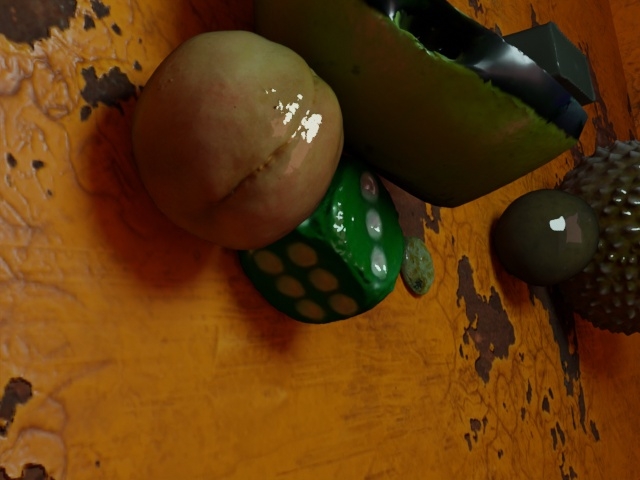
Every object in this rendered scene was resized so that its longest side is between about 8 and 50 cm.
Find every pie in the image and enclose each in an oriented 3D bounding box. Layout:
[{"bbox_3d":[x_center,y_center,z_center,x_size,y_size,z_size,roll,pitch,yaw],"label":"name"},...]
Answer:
[{"bbox_3d":[0.130,0.032,1.099,0.085,0.017,0.085,25,58,-50],"label":"pie"}]

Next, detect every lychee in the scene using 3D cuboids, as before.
[{"bbox_3d":[0.622,-0.010,1.563,0.380,0.432,0.381,6,71,-18],"label":"lychee"}]

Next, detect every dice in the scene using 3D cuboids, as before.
[{"bbox_3d":[0.000,0.000,0.801,0.128,0.130,0.120,55,40,-32],"label":"dice"}]

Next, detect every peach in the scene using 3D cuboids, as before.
[{"bbox_3d":[-0.070,-0.081,0.685,0.184,0.184,0.184,28,55,-50],"label":"peach"}]

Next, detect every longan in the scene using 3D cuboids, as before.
[{"bbox_3d":[0.384,-0.006,1.377,0.189,0.189,0.189,28,55,-50],"label":"longan"}]

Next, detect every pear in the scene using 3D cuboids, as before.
[{"bbox_3d":[0.070,-0.167,0.860,0.398,0.165,0.399,34,10,-7],"label":"pear"}]

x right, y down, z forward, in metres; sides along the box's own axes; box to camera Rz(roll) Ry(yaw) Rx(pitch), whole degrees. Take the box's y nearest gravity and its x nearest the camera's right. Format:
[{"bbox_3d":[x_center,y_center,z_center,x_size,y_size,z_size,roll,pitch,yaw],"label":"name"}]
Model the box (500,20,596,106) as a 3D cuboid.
[{"bbox_3d":[0.376,-0.284,1.459,0.274,0.178,0.138,7,72,-56],"label":"box"}]
